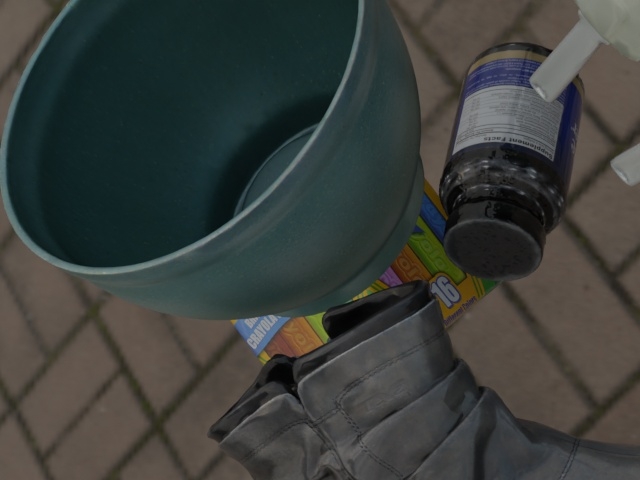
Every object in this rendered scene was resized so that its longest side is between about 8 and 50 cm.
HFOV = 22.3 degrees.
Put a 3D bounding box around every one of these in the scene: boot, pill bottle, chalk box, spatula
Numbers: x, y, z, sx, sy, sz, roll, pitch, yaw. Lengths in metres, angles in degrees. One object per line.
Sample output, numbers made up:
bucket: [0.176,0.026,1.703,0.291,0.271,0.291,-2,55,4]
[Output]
boot: [0.105,0.115,0.911,0.338,0.118,0.222,-29,94,22]
pill bottle: [0.181,-0.074,1.557,0.123,0.123,0.219,-16,44,35]
chalk box: [0.000,0.000,1.611,0.289,0.179,0.180,52,132,2]
spatula: [0.150,-0.037,0.691,0.019,0.242,0.168,-41,86,-5]

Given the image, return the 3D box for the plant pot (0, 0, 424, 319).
plant pot: [-0.046,-0.063,1.131,0.293,0.196,0.293,-19,52,26]
